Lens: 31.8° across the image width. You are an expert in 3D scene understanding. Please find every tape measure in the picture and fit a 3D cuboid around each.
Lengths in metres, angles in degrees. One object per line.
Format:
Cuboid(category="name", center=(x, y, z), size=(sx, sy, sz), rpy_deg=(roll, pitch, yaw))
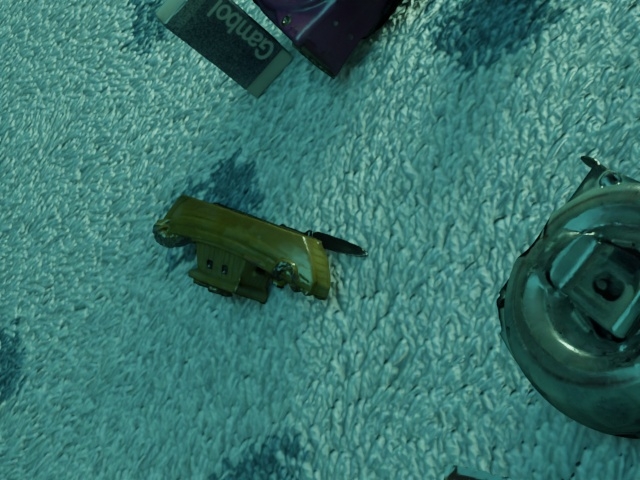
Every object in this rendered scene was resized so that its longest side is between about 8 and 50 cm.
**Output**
Cuboid(category="tape measure", center=(0.018, -0.383, 1.618), size=(0.231, 0.149, 0.245), rpy_deg=(-50, 47, 7))
Cuboid(category="tape measure", center=(0.311, 0.065, 1.155), size=(0.256, 0.147, 0.275), rpy_deg=(-55, 45, 2))

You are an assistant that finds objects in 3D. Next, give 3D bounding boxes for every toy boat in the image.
Cuboid(category="toy boat", center=(-0.110, 0.023, 1.547), size=(0.321, 0.089, 0.121), rpy_deg=(20, 88, 42))

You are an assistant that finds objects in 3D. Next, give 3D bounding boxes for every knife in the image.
Cuboid(category="knife", center=(0.000, 0.000, 1.525), size=(0.170, 0.010, 0.023), rpy_deg=(16, 84, 41))

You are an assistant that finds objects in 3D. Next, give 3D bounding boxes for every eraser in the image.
Cuboid(category="eraser", center=(-0.139, -0.301, 1.655), size=(0.092, 0.212, 0.046), rpy_deg=(-46, 46, 8))

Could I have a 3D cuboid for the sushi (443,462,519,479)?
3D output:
Cuboid(category="sushi", center=(0.235, 0.427, 1.073), size=(0.343, 0.064, 0.359), rpy_deg=(9, 68, 29))
